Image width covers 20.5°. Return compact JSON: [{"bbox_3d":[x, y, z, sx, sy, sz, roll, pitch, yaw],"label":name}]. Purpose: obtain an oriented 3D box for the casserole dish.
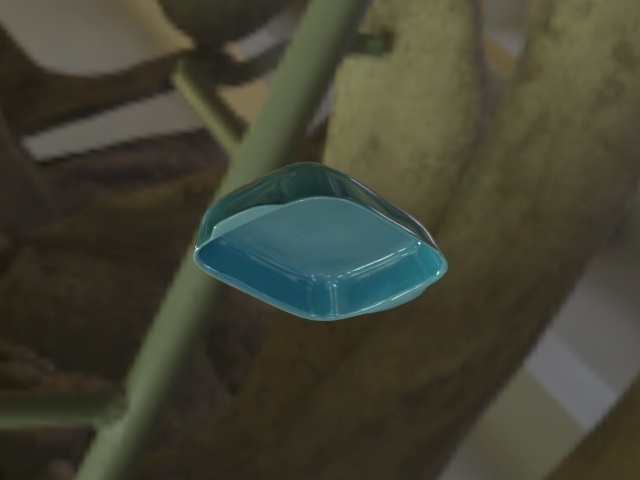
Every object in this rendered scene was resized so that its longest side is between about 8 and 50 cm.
[{"bbox_3d":[0.000,0.000,1.103,0.114,0.037,0.188,-25,151,26],"label":"casserole dish"}]
